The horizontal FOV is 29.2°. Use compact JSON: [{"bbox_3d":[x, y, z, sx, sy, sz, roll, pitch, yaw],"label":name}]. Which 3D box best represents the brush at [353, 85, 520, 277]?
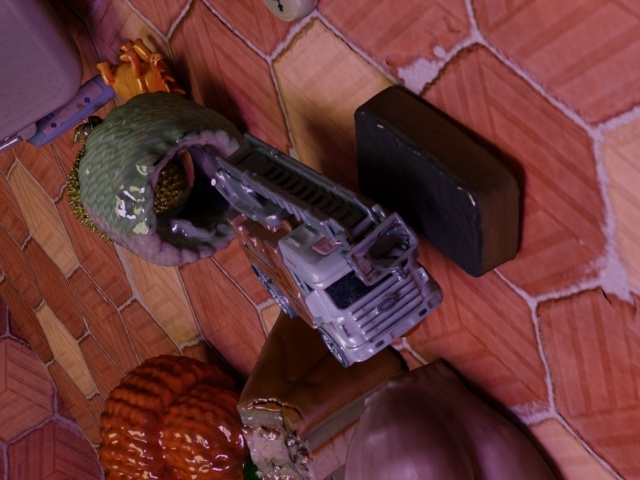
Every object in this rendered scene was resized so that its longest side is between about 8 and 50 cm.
[{"bbox_3d":[0.112,-0.057,1.215,0.197,0.059,0.123,40,152,37],"label":"brush"}]

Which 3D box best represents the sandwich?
[{"bbox_3d":[-0.024,0.206,1.590,0.227,0.198,0.155,30,143,45],"label":"sandwich"}]

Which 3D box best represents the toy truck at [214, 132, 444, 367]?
[{"bbox_3d":[0.000,0.000,1.306,0.184,0.133,0.338,59,169,-28],"label":"toy truck"}]

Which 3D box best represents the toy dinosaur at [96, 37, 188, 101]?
[{"bbox_3d":[-0.233,-0.213,1.671,0.117,0.070,0.288,56,161,-20],"label":"toy dinosaur"}]

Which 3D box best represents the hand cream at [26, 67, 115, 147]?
[{"bbox_3d":[-0.360,-0.192,1.800,0.065,0.171,0.043,26,151,50],"label":"hand cream"}]

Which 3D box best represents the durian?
[{"bbox_3d":[-0.293,-0.075,1.809,0.198,0.159,0.146,30,176,16],"label":"durian"}]

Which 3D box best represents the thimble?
[{"bbox_3d":[-0.188,-0.074,1.569,0.150,0.219,0.219,27,140,44],"label":"thimble"}]

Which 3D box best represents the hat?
[{"bbox_3d":[-0.176,0.342,1.954,0.400,0.285,0.285,4,121,56],"label":"hat"}]

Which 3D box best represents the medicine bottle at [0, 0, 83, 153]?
[{"bbox_3d":[-0.536,-0.231,1.708,0.282,0.375,0.123,58,-174,-32],"label":"medicine bottle"}]

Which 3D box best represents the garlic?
[{"bbox_3d":[0.145,0.339,1.397,0.246,0.231,0.340,16,126,52],"label":"garlic"}]

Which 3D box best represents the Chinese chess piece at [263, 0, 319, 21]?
[{"bbox_3d":[-0.037,-0.270,1.285,0.084,0.034,0.084,43,152,30],"label":"Chinese chess piece"}]

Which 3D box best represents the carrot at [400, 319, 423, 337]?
[{"bbox_3d":[0.061,0.059,1.454,0.139,0.048,0.048,40,149,37],"label":"carrot"}]
